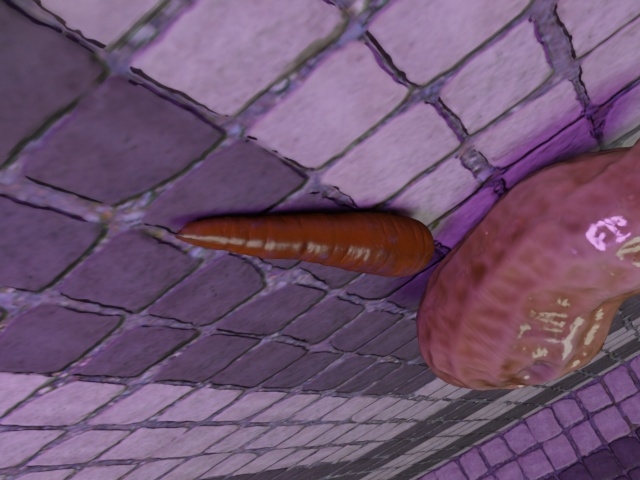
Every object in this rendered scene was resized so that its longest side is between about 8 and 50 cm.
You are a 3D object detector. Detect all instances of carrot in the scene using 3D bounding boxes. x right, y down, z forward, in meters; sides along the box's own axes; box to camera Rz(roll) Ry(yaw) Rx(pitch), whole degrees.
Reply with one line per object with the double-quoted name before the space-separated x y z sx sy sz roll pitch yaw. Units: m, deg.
"carrot" 0.000 0.000 0.450 0.216 0.048 0.048 4 140 -39

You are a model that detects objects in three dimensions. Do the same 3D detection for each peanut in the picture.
"peanut" 0.195 0.027 0.547 0.140 0.153 0.325 -10 155 -39
